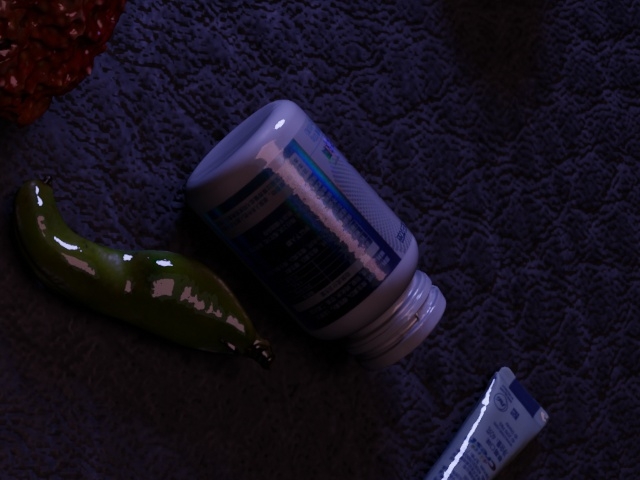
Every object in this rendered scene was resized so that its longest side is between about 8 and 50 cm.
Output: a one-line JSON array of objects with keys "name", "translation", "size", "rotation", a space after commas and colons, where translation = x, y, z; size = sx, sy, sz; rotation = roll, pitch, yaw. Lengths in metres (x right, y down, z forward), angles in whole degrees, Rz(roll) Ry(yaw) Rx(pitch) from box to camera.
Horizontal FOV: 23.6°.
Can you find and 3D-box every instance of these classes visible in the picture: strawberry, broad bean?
[{"name": "strawberry", "translation": [-0.209, -0.171, 0.980], "size": [0.184, 0.187, 0.201], "rotation": [12, 99, 11]}, {"name": "broad bean", "translation": [-0.121, 0.031, 1.048], "size": [0.213, 0.048, 0.070], "rotation": [33, 63, -18]}]

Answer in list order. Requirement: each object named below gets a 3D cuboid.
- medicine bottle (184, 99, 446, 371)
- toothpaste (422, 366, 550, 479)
[{"name": "medicine bottle", "translation": [0.000, 0.000, 1.097], "size": [0.191, 0.107, 0.107], "rotation": [48, 58, -14]}, {"name": "toothpaste", "translation": [0.105, 0.182, 1.164], "size": [0.062, 0.037, 0.216], "rotation": [53, 53, -11]}]
